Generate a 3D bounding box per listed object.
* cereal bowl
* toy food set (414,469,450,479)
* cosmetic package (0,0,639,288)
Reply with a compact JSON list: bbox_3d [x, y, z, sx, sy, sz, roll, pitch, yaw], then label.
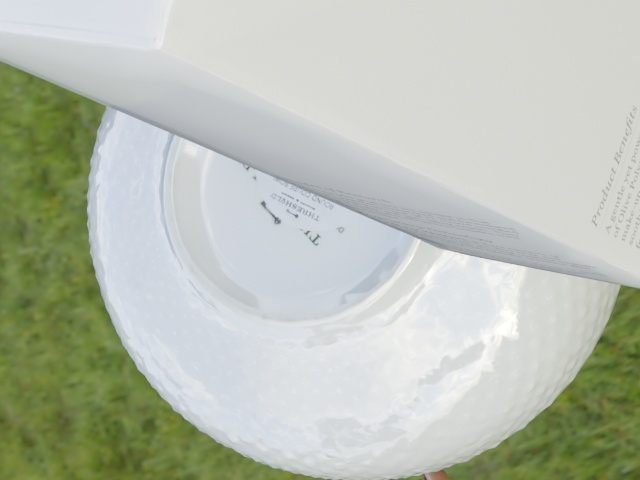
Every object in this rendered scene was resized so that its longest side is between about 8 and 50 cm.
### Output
[{"bbox_3d":[0.006,-0.024,0.955,0.339,0.141,0.339,-2,85,19],"label":"cereal bowl"},{"bbox_3d":[0.100,0.256,1.425,0.218,0.071,0.128,58,-177,-39],"label":"toy food set"},{"bbox_3d":[0.032,-0.115,0.657,0.155,0.365,0.197,12,83,41],"label":"cosmetic package"}]
